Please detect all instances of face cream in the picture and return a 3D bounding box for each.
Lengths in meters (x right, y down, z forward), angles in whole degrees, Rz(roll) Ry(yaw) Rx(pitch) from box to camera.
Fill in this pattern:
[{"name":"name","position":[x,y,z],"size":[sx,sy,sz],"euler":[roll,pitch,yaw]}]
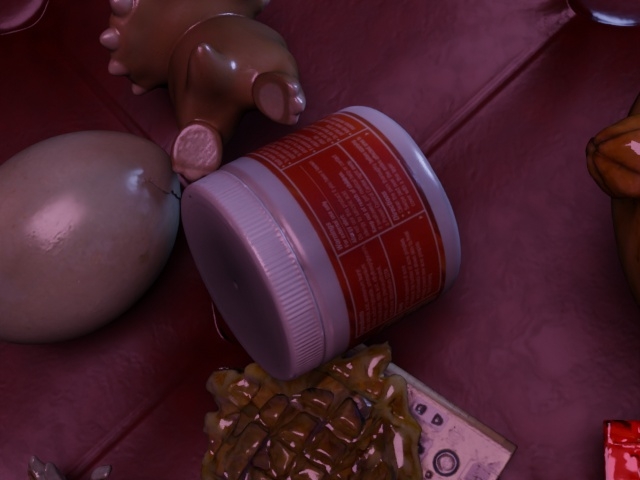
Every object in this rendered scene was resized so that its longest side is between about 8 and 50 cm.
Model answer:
[{"name":"face cream","position":[0.000,0.000,0.982],"size":[0.187,0.201,0.201],"euler":[-28,73,-20]}]

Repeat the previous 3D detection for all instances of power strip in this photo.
[{"name":"power strip","position":[0.089,0.186,1.031],"size":[0.268,0.034,0.092],"euler":[33,84,15]}]

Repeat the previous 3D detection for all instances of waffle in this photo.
[{"name":"waffle","position":[-0.012,0.210,1.007],"size":[0.223,0.054,0.204],"euler":[-11,88,17]}]

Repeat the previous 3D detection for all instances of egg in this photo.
[{"name":"egg","position":[-0.247,-0.005,1.051],"size":[0.253,0.186,0.186],"euler":[-43,74,0]}]

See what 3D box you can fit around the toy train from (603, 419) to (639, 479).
[{"name":"toy train","position":[0.359,0.200,0.944],"size":[0.204,0.131,0.083],"euler":[-2,82,20]}]

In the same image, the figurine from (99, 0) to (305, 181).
[{"name":"figurine","position":[-0.125,-0.198,1.049],"size":[0.177,0.173,0.247],"euler":[-30,29,18]}]

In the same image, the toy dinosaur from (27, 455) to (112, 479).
[{"name":"toy dinosaur","position":[-0.116,0.329,0.984],"size":[0.205,0.092,0.393],"euler":[-38,84,28]}]

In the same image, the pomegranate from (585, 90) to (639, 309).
[{"name":"pomegranate","position":[0.389,-0.035,0.847],"size":[0.410,0.410,0.410],"euler":[-2,77,9]}]
